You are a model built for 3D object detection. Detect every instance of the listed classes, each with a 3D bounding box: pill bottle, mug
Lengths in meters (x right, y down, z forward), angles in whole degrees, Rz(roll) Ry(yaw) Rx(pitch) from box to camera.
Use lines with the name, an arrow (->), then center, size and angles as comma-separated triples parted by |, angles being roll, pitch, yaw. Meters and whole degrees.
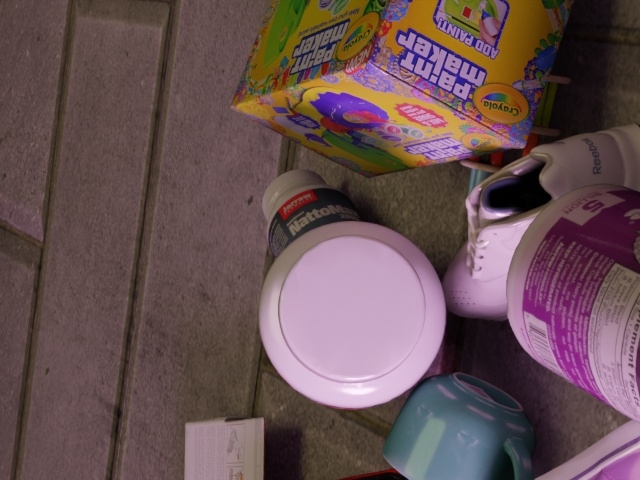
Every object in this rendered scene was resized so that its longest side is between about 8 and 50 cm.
pill bottle -> 0.285, 0.067, 1.317 | 0.301, 0.169, 0.169 | 30, 112, 59
mug -> 0.147, 0.189, 1.618 | 0.158, 0.129, 0.097 | 29, 99, 19
pill bottle -> 0.000, 0.000, 1.935 | 0.180, 0.108, 0.108 | 57, 134, 49
pill bottle -> 0.030, 0.074, 1.666 | 0.318, 0.176, 0.176 | 85, -173, -84

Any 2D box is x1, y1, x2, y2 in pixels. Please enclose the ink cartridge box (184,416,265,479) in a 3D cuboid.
ink cartridge box -> -0.099, 0.354, 2.123 | 0.239, 0.060, 0.275 | -15, 72, 60

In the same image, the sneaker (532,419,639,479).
sneaker -> 0.238, 0.269, 1.453 | 0.282, 0.102, 0.161 | -49, 47, 48

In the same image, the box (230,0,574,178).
box -> 0.092, -0.229, 1.638 | 0.290, 0.177, 0.279 | -9, 59, 62

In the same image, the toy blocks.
toy blocks -> 0.182, -0.093, 1.661 | 0.123, 0.054, 0.148 | 27, 110, 61

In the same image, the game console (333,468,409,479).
game console -> 0.018, 0.445, 1.827 | 0.342, 0.060, 0.386 | -20, 67, 54

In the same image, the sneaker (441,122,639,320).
sneaker -> 0.179, -0.019, 1.577 | 0.297, 0.129, 0.111 | -51, 46, 49
